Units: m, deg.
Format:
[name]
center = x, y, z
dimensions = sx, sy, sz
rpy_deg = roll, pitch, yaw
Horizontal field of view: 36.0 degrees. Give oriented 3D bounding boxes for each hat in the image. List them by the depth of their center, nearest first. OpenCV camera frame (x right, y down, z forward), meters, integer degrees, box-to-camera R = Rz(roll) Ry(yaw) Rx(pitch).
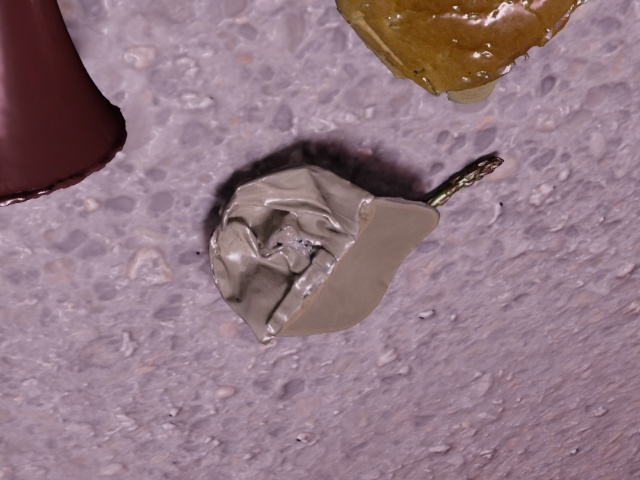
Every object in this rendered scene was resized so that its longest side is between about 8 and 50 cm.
[hat]
center = 0.000, 0.000, 1.106
dimensions = 0.214, 0.149, 0.245
rpy_deg = -54, 161, 21

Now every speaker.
[speaker]
center = -0.292, -0.212, 0.705
dimensions = 0.259, 0.198, 0.329
rpy_deg = 9, 127, 19

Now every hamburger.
[hamburger]
center = 0.129, -0.269, 0.812
dimensions = 0.309, 0.132, 0.211
rpy_deg = -39, 133, 25

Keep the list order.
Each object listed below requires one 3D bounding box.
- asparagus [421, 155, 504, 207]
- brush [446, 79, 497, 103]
[asparagus]
center = 0.113, -0.027, 1.175
dimensions = 0.248, 0.024, 0.025
rpy_deg = -37, -178, 14
[brush]
center = 0.145, -0.236, 0.954
dimensions = 0.062, 0.027, 0.266
rpy_deg = -14, 140, -3
